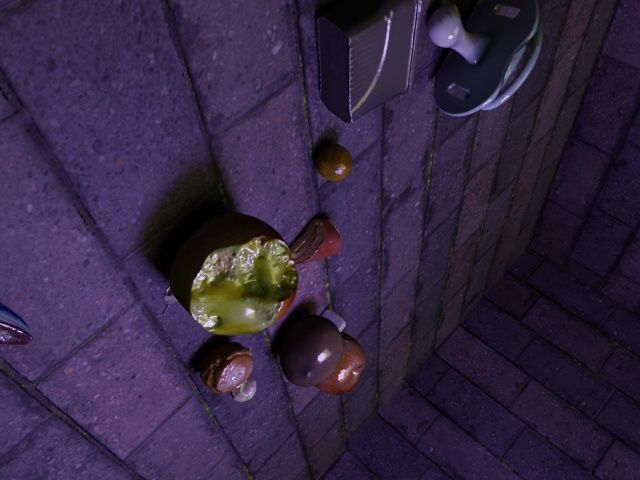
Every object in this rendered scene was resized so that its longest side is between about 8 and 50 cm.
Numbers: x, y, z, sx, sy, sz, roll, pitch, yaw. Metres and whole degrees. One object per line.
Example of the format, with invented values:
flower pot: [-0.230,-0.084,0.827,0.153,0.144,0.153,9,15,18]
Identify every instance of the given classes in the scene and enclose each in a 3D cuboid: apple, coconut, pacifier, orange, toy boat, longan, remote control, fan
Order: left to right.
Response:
toy boat: [-0.522,0.124,0.903,0.080,0.046,0.229,-54,152,-5]
fan: [-0.317,0.120,1.271,0.080,0.003,0.060,-46,152,-14]
apple: [-0.174,0.076,1.185,0.226,0.246,0.246,-34,149,-18]
coconut: [-0.220,0.414,1.693,0.083,0.082,0.081,-41,155,-27]
longan: [-0.028,0.326,1.785,0.196,0.196,0.220,-7,121,-56]
remote control: [-0.002,0.310,1.917,0.190,0.087,0.029,-52,152,-4]
apple: [0.044,0.404,1.995,0.211,0.188,0.211,-43,152,-29]
orange: [0.032,-0.179,1.393,0.085,0.085,0.095,-47,160,-14]
pacifier: [0.374,-0.476,1.456,0.269,0.288,0.343,17,105,-35]

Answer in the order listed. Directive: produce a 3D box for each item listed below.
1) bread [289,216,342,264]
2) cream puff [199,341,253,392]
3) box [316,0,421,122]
bread: [0.000,0.001,1.571,0.192,0.067,0.119,-19,138,-49]
cream puff: [-0.244,0.318,1.516,0.144,0.103,0.126,-22,127,-47]
box: [0.093,-0.382,1.199,0.178,0.138,0.274,-37,149,-21]
